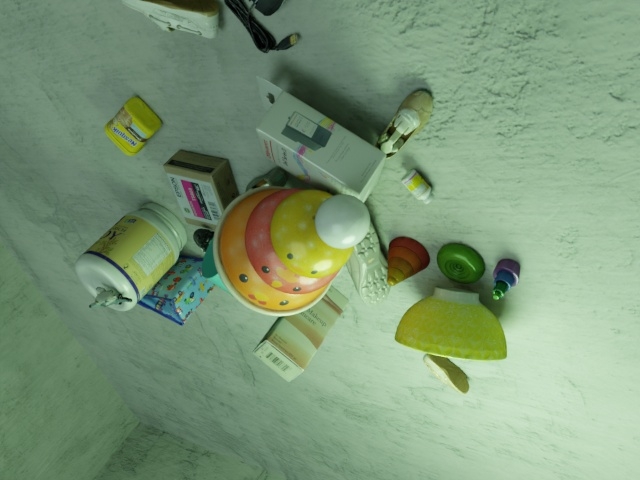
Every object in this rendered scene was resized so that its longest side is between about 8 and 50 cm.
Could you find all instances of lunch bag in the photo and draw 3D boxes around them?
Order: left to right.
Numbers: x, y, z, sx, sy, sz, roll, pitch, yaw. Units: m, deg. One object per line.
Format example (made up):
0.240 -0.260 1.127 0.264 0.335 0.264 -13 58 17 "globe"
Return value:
-0.564 0.150 2.303 0.293 0.221 0.138 15 138 26 "lunch bag"

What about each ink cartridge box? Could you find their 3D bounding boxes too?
-0.349 -0.144 1.930 0.193 0.088 0.234 13 138 28 "ink cartridge box"
-0.030 -0.221 1.502 0.353 0.119 0.207 33 171 6 "ink cartridge box"

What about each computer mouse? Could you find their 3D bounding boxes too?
-0.101 -0.506 1.369 0.262 0.060 0.184 -17 117 48 "computer mouse"

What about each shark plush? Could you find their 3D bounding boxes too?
-0.665 0.185 2.037 0.161 0.073 0.067 -15 142 23 "shark plush"

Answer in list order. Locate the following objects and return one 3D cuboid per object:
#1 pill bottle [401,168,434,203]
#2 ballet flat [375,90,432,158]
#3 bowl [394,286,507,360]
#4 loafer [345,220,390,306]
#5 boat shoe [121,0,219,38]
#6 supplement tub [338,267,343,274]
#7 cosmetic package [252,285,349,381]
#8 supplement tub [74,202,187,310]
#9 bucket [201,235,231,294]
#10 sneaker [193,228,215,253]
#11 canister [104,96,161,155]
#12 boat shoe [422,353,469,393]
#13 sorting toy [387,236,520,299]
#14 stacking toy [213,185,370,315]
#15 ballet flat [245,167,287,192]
0.234 -0.127 1.512 0.083 0.043 0.043 46 142 -12 "pill bottle"
0.181 -0.246 1.409 0.073 0.067 0.206 35 143 2 "ballet flat"
0.347 0.205 1.653 0.289 0.289 0.156 9 91 33 "bowl"
0.122 0.051 1.756 0.111 0.112 0.319 -127 18 -50 "loafer"
-0.367 -0.543 1.514 0.277 0.098 0.096 23 140 17 "boat shoe"
0.008 0.064 1.875 0.107 0.071 0.071 6 133 34 "supplement tub"
-0.057 0.265 1.954 0.153 0.296 0.129 38 142 -4 "cosmetic package"
-0.637 0.050 2.165 0.241 0.331 0.241 22 140 19 "supplement tub"
-0.201 0.045 1.834 0.183 0.281 0.281 34 147 -27 "bucket"
-0.345 0.017 2.052 0.106 0.078 0.234 20 172 38 "sneaker"
-0.564 -0.343 1.907 0.126 0.073 0.170 47 140 -14 "canister"
0.383 0.405 1.945 0.170 0.063 0.059 47 146 3 "boat shoe"
0.313 0.090 1.611 0.365 0.126 0.127 9 135 33 "sorting toy"
-0.036 -0.014 1.505 0.350 0.350 0.480 44 155 -9 "stacking toy"
-0.171 -0.142 1.804 0.072 0.068 0.213 46 143 -11 "ballet flat"
